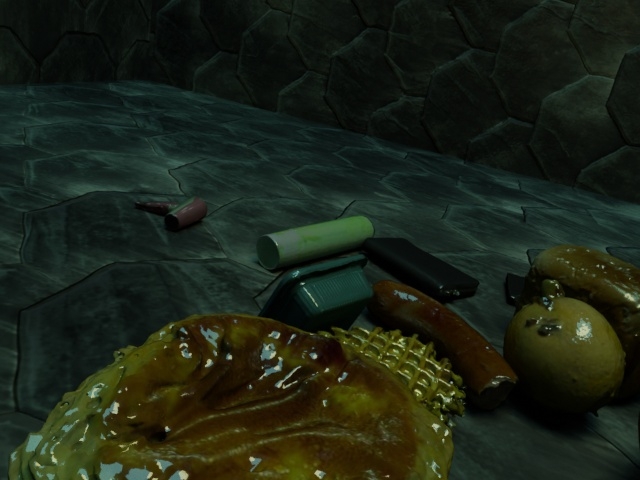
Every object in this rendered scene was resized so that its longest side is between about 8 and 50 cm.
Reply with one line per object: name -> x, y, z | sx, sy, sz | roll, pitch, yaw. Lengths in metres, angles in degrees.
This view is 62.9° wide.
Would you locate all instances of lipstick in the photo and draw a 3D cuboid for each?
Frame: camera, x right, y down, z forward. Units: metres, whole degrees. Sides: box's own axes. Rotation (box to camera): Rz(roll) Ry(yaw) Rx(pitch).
lipstick -> 0.000, 0.000, 1.106 | 0.076, 0.076, 0.304 | 28, 28, 35

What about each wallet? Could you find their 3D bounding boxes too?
wallet -> 0.515, 0.134, 1.103 | 0.245, 0.025, 0.124 | 17, 22, 9
wallet -> 0.215, 0.057, 1.120 | 0.149, 0.044, 0.250 | -2, 25, -41

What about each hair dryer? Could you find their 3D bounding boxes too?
hair dryer -> -0.338, -0.065, 1.143 | 0.154, 0.053, 0.106 | 10, 24, 22

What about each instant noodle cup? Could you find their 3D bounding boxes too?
instant noodle cup -> -0.003, 0.102, 0.774 | 0.179, 0.157, 0.070 | -10, 54, -44

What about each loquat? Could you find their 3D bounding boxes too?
loquat -> 0.344, 0.157, 0.757 | 0.150, 0.204, 0.172 | -6, -9, 0

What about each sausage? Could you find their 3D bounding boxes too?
sausage -> 0.187, 0.150, 0.823 | 0.103, 0.076, 0.302 | 2, 23, -33

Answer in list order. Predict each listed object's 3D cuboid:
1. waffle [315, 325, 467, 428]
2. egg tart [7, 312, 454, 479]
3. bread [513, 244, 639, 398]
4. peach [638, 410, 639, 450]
waffle -> 0.090, 0.188, 0.698 | 0.193, 0.070, 0.197 | -2, 28, -31
egg tart -> -0.050, 0.198, 0.481 | 0.340, 0.152, 0.351 | 14, 21, 3
bread -> 0.463, 0.120, 0.885 | 0.176, 0.195, 0.246 | -6, 28, -30
peach -> 0.475, 0.232, 0.528 | 0.289, 0.288, 0.308 | 26, 57, 31
